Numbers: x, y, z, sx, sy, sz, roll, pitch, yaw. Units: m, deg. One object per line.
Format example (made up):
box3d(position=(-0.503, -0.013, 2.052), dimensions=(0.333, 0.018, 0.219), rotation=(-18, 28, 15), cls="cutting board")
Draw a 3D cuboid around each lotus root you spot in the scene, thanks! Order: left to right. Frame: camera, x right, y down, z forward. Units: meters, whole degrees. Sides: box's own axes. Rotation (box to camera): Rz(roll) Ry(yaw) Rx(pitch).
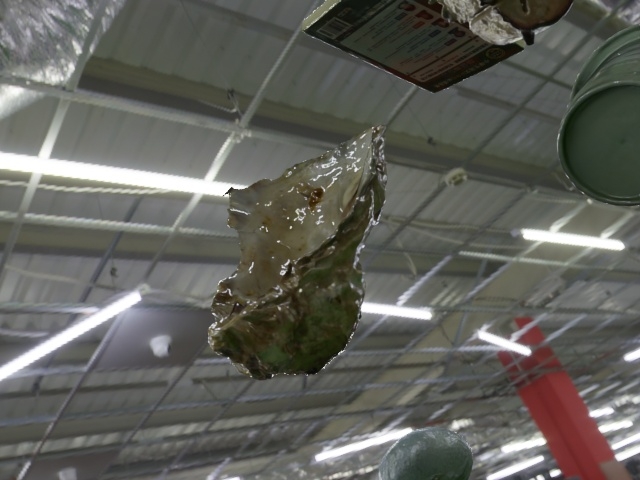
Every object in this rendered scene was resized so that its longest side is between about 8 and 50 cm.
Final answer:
box3d(position=(0.159, -0.325, 0.667), dimensions=(0.170, 0.261, 0.074), rotation=(-46, 6, 0), cls="lotus root")

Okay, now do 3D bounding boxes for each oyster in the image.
box3d(position=(-0.012, 0.011, 0.508), dimensions=(0.162, 0.232, 0.107), rotation=(-24, -56, 39), cls="oyster")

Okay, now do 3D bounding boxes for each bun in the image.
box3d(position=(0.151, 0.326, 0.884), dimensions=(0.141, 0.083, 0.140), rotation=(-12, -51, -16), cls="bun")

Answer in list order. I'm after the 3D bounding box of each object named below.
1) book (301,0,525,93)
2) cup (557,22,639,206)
box3d(position=(0.133, -0.301, 0.933), dimensions=(0.264, 0.027, 0.202), rotation=(16, -16, -28), cls="book")
box3d(position=(0.215, -0.079, 0.427), dimensions=(0.141, 0.120, 0.120), rotation=(-34, -16, -45), cls="cup")
